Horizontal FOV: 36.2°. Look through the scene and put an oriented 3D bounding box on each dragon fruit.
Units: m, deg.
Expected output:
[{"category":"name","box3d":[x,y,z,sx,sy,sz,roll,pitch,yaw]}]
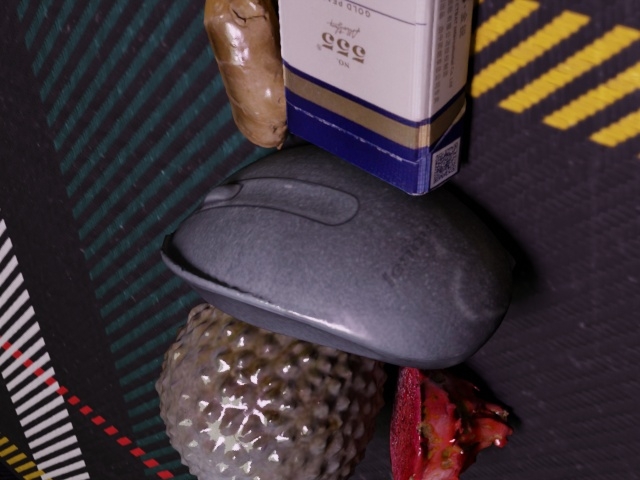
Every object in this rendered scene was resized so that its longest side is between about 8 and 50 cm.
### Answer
[{"category":"dragon fruit","box3d":[0.134,0.195,1.008,0.111,0.153,0.153,8,139,-5]}]

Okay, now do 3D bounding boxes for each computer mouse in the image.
[{"category":"computer mouse","box3d":[0.000,-0.003,0.907,0.374,0.203,0.114,17,149,33]}]

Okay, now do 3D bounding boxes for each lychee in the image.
[{"category":"lychee","box3d":[-0.040,0.156,1.047,0.255,0.255,0.274,48,117,9]}]

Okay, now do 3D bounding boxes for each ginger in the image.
[{"category":"ginger","box3d":[-0.063,-0.168,0.946,0.095,0.069,0.190,-120,12,-61]}]

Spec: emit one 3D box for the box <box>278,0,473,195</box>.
[{"category":"box","box3d":[0.043,-0.178,0.801,0.168,0.071,0.259,31,140,32]}]
